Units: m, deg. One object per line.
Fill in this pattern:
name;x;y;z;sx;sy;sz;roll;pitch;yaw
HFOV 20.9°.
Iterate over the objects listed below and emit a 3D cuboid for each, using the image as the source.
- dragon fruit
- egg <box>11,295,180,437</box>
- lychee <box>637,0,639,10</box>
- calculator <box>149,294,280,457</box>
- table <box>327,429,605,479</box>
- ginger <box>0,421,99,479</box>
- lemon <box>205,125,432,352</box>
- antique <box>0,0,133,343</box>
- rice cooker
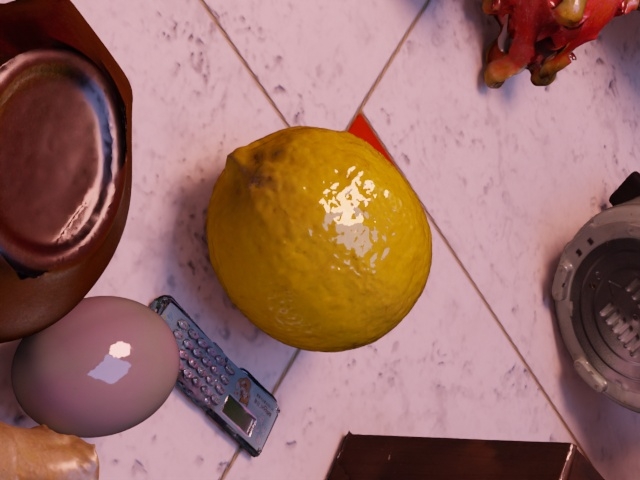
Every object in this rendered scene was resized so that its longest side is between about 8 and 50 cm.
dragon fruit;0.227;-0.235;1.706;0.133;0.150;0.207;27;108;-31
egg;-0.165;0.093;1.272;0.135;0.103;0.103;-13;98;-46
lychee;0.458;-0.372;1.826;0.432;0.380;0.380;29;65;-20
calculator;-0.090;0.111;1.424;0.172;0.018;0.057;49;55;-37
table;0.155;0.324;1.516;0.282;0.251;0.196;47;54;-37
ginger;-0.295;0.162;1.077;0.375;0.166;0.236;34;55;-33
lemon;-0.001;-0.003;1.415;0.180;0.181;0.193;-35;105;-44
antique;-0.226;-0.051;1.192;0.223;0.129;0.278;57;47;-27
rice cooker;0.387;0.051;1.806;0.227;0.241;0.280;-18;62;-44
